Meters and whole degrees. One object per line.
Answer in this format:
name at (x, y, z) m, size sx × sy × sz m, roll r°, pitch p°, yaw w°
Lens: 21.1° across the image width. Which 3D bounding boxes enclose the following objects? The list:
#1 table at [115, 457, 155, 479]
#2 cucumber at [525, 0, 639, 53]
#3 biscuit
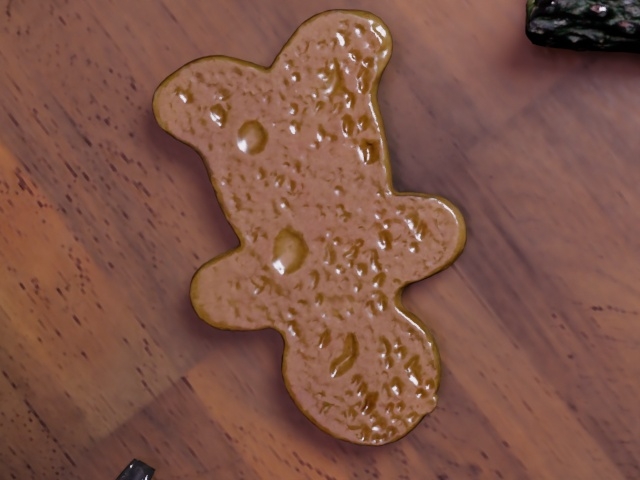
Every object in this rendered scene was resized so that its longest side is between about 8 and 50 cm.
table at (-0.266, 0.163, 0.789) m, size 0.317 × 0.317 × 0.249 m, roll 22°, pitch 83°, yaw 7°
cucumber at (0.245, -0.105, 0.761) m, size 0.303 × 0.081 × 0.072 m, roll 7°, pitch 137°, yaw 4°
biscuit at (0.000, 0.000, 0.823) m, size 0.138 × 0.031 × 0.205 m, roll -20°, pitch 89°, yaw 10°
